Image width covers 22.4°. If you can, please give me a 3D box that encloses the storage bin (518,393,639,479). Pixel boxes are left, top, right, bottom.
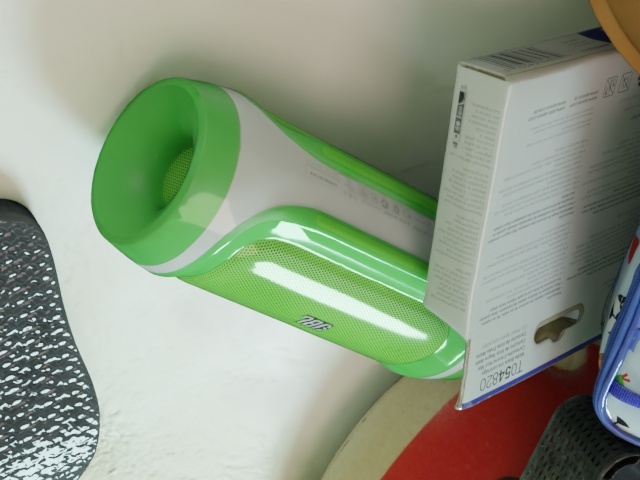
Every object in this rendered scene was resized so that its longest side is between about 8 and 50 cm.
[{"bbox_3d":[0.202,0.214,1.152,0.122,0.084,0.180,16,110,-25],"label":"storage bin"}]

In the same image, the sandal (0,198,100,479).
[{"bbox_3d":[-0.205,0.079,1.090,0.097,0.054,0.254,-15,125,-23],"label":"sandal"}]

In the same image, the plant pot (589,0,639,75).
[{"bbox_3d":[0.276,-0.175,0.879,0.291,0.203,0.291,4,112,10],"label":"plant pot"}]

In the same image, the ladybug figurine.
[{"bbox_3d":[0.139,0.253,1.326,0.305,0.162,0.449,-5,131,-21],"label":"ladybug figurine"}]

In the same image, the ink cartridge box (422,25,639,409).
[{"bbox_3d":[0.153,-0.024,1.064,0.223,0.045,0.224,-19,123,-47],"label":"ink cartridge box"}]

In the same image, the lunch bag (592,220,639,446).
[{"bbox_3d":[0.338,0.066,1.040,0.303,0.115,0.243,15,129,2],"label":"lunch bag"}]

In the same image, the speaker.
[{"bbox_3d":[0.000,0.000,1.055,0.296,0.131,0.131,25,116,-39],"label":"speaker"}]
